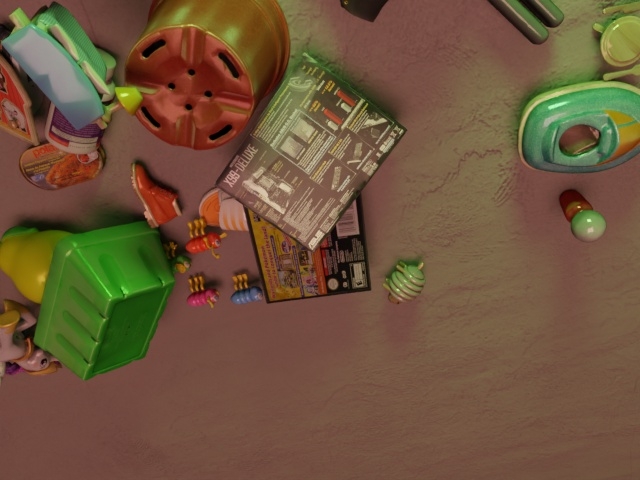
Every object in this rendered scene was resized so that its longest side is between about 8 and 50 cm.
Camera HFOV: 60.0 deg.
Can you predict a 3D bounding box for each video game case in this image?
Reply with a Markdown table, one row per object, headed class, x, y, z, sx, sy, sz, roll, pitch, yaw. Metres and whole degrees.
| class | x | y | z | sx | sy | sz | roll | pitch | yaw |
| --- | --- | --- | --- | --- | --- | --- | --- | --- | --- |
| video game case | -0.022 | 0.012 | 1.229 | 0.249 | 0.035 | 0.274 | -8 | 123 | 2 |

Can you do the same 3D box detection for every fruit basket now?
| class | x | y | z | sx | sy | sz | roll | pitch | yaw |
| --- | --- | --- | --- | --- | --- | --- | --- | --- | --- |
| fruit basket | -0.557 | 0.092 | 1.302 | 0.392 | 0.283 | 0.391 | 11 | 108 | 38 |

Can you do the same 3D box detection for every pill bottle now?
| class | x | y | z | sx | sy | sz | roll | pitch | yaw |
| --- | --- | --- | --- | --- | --- | --- | --- | --- | --- |
| pill bottle | -0.463 | -0.274 | 1.077 | 0.108 | 0.108 | 0.193 | 23 | 124 | -14 |

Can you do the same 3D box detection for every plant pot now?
| class | x | y | z | sx | sy | sz | roll | pitch | yaw |
| --- | --- | --- | --- | --- | --- | --- | --- | --- | --- |
| plant pot | -0.196 | -0.302 | 0.950 | 0.273 | 0.265 | 0.272 | 1 | 126 | 1 |

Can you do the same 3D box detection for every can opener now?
| class | x | y | z | sx | sy | sz | roll | pitch | yaw |
| --- | --- | --- | --- | --- | --- | --- | --- | --- | --- |
| can opener | 0.303 | -0.443 | 0.938 | 0.280 | 0.093 | 0.074 | 35 | 107 | -20 |

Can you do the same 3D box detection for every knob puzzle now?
| class | x | y | z | sx | sy | sz | roll | pitch | yaw |
| --- | --- | --- | --- | --- | --- | --- | --- | --- | --- |
| knob puzzle | -0.628 | -0.290 | 1.063 | 0.213 | 0.030 | 0.213 | 21 | 131 | 26 |

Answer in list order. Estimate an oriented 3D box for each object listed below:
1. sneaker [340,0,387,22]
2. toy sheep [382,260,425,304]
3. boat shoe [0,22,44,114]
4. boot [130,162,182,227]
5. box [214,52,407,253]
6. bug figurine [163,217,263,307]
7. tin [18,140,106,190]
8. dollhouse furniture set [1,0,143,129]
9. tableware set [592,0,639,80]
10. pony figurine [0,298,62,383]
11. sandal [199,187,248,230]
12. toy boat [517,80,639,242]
| class | x | y | z | sx | sy | sz | roll | pitch | yaw |
| --- | --- | --- | --- | --- | --- | --- | --- | --- | --- |
| sneaker | 0.035 | -0.468 | 0.933 | 0.222 | 0.083 | 0.118 | 28 | 123 | -18 |
| toy sheep | 0.208 | 0.101 | 1.341 | 0.091 | 0.091 | 0.132 | 26 | 118 | -16 |
| boat shoe | -0.594 | -0.328 | 1.078 | 0.083 | 0.065 | 0.183 | 35 | 134 | 7 |
| boot | -0.365 | -0.109 | 1.232 | 0.085 | 0.059 | 0.157 | -18 | 124 | -2 |
| box | -0.021 | -0.165 | 1.082 | 0.243 | 0.076 | 0.307 | 35 | 103 | -8 |
| bug figurine | -0.266 | 0.083 | 1.331 | 0.216 | 0.072 | 0.279 | -17 | 128 | 23 |
| tin | -0.558 | -0.172 | 1.200 | 0.190 | 0.040 | 0.106 | -13 | 128 | 11 |
| dollhouse furniture set | -0.334 | -0.354 | 0.790 | 0.198 | 0.286 | 0.303 | -29 | 125 | 4 |
| tableware set | 0.601 | -0.374 | 1.009 | 0.194 | 0.039 | 0.128 | -11 | 113 | 3 |
| pony figurine | -0.862 | 0.299 | 1.411 | 0.351 | 0.302 | 0.363 | -18 | 148 | -15 |
| sandal | -0.148 | -0.070 | 1.232 | 0.266 | 0.076 | 0.101 | -7 | 125 | 8 |
| toy boat | 0.533 | -0.154 | 1.102 | 0.268 | 0.148 | 0.318 | -7 | 125 | 7 |
